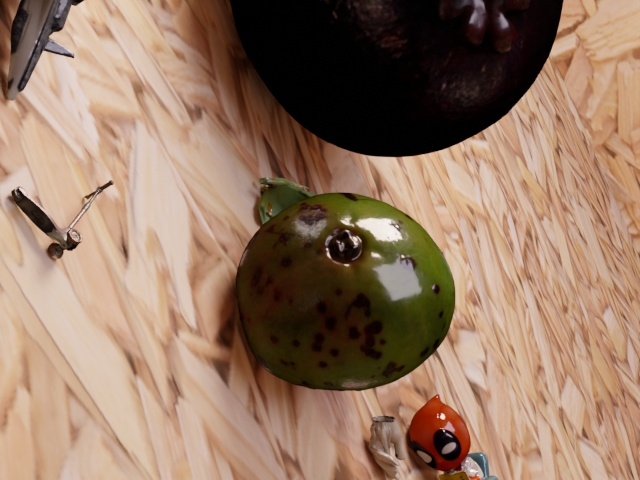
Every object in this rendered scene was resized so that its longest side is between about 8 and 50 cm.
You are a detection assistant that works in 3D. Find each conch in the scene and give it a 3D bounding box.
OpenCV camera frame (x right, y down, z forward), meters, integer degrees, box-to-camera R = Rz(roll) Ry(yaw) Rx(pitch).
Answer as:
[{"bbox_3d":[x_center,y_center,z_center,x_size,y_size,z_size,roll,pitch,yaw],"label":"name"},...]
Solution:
[{"bbox_3d":[0.000,0.000,1.234,0.170,0.079,0.105,27,38,-33],"label":"conch"}]

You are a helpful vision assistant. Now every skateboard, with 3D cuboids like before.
[{"bbox_3d":[-0.198,-0.032,0.916,0.064,0.032,0.083,49,32,-14],"label":"skateboard"}]

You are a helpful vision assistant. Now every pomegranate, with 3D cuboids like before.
[{"bbox_3d":[0.024,0.062,1.119,0.248,0.202,0.202,86,0,-56],"label":"pomegranate"}]

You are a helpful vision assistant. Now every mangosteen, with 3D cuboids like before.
[{"bbox_3d":[0.063,-0.293,1.322,0.382,0.382,0.435,52,-9,-30],"label":"mangosteen"}]

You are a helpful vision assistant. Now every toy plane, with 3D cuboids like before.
[{"bbox_3d":[-0.203,-0.219,0.952,0.082,0.160,0.234,8,81,-33],"label":"toy plane"}]

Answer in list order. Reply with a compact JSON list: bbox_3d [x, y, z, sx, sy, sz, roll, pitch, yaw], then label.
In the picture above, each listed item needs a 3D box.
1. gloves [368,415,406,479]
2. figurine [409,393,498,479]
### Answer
[{"bbox_3d":[0.070,0.209,1.231,0.044,0.037,0.081,-8,86,-38],"label":"gloves"},{"bbox_3d":[0.147,0.241,1.321,0.075,0.068,0.140,-16,86,-62],"label":"figurine"}]
